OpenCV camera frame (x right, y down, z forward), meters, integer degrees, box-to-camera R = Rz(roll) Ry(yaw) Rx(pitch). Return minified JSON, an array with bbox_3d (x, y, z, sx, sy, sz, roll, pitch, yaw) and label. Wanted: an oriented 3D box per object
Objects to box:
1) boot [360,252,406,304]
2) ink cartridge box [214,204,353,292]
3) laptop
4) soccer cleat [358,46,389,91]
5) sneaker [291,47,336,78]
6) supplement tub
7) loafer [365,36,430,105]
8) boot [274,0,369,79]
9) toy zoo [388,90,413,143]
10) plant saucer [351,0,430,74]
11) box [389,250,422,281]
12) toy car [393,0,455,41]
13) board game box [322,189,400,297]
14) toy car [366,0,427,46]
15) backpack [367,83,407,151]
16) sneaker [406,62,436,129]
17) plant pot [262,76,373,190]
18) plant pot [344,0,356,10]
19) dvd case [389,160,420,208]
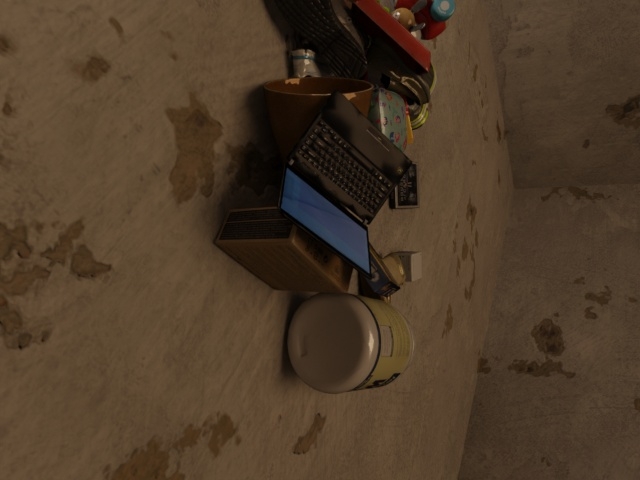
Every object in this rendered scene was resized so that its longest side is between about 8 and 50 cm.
[{"bbox_3d":[0.209,0.178,1.482,0.203,0.095,0.261,-14,99,-58],"label":"boot"},{"bbox_3d":[-0.066,0.025,0.945,0.234,0.193,0.088,46,52,-49],"label":"ink cartridge box"},{"bbox_3d":[0.061,-0.108,0.862,0.234,0.136,0.264,37,87,-27],"label":"laptop"},{"bbox_3d":[0.162,-0.477,1.419,0.248,0.095,0.083,75,-4,-45],"label":"soccer cleat"},{"bbox_3d":[-0.012,-0.421,1.153,0.191,0.071,0.082,-8,108,-52],"label":"sneaker"},{"bbox_3d":[0.094,0.259,1.165,0.325,0.236,0.235,21,73,-56],"label":"supplement tub"},{"bbox_3d":[0.214,-0.462,1.299,0.251,0.094,0.087,34,103,-28],"label":"loafer"},{"bbox_3d":[0.002,-0.560,1.102,0.338,0.118,0.222,51,30,-35],"label":"boot"},{"bbox_3d":[0.243,-0.429,1.478,0.192,0.030,0.293,-107,-179,-66],"label":"toy zoo"},{"bbox_3d":[0.195,-0.559,1.253,0.258,0.047,0.259,39,14,-10],"label":"plant saucer"},{"bbox_3d":[0.307,0.092,1.635,0.102,0.087,0.101,-7,96,-58],"label":"box"},{"bbox_3d":[0.286,-0.725,1.532,0.210,0.219,0.238,44,91,-8],"label":"toy car"},{"bbox_3d":[0.083,0.009,1.011,0.243,0.042,0.165,57,8,19],"label":"board game box"},{"bbox_3d":[0.232,-0.676,1.404,0.149,0.189,0.154,17,76,-57],"label":"toy car"},{"bbox_3d":[0.139,-0.317,1.283,0.253,0.191,0.225,-19,106,-61],"label":"backpack"},{"bbox_3d":[0.348,-0.562,1.673,0.121,0.111,0.299,33,61,-49],"label":"sneaker"},{"bbox_3d":[-0.003,-0.225,1.039,0.237,0.237,0.254,-40,137,-50],"label":"plant pot"},{"bbox_3d":[0.114,-0.750,1.181,0.263,0.229,0.262,-6,97,-57],"label":"plant pot"},{"bbox_3d":[0.314,-0.208,1.695,0.239,0.030,0.179,-8,97,-58],"label":"dvd case"}]
